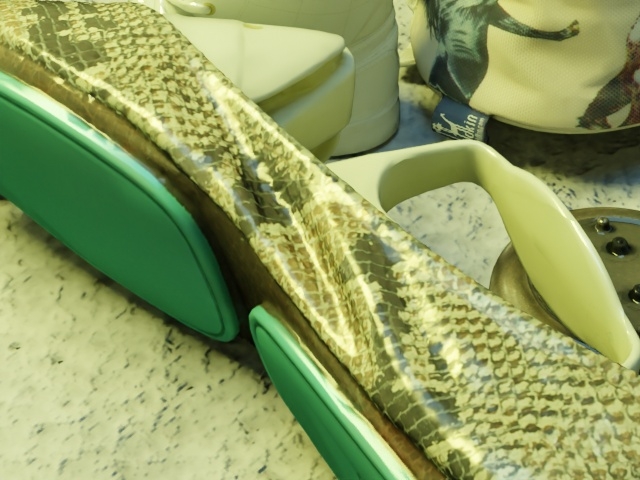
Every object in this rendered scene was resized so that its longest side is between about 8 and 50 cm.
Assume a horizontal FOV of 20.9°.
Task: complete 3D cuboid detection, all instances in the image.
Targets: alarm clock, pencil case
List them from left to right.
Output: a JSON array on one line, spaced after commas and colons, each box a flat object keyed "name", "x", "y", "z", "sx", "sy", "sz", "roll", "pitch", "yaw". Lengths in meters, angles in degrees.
[{"name": "pencil case", "x": 0.128, "y": -0.256, "z": 0.942, "sx": 0.183, "sy": 0.410, "sz": 0.160, "roll": 6, "pitch": 31, "yaw": 11}, {"name": "alarm clock", "x": 0.129, "y": 0.040, "z": 0.872, "sx": 0.192, "sy": 0.064, "sz": 0.129, "roll": -7, "pitch": 42, "yaw": -5}]

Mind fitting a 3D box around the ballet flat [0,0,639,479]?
[{"name": "ballet flat", "x": 0.000, "y": 0.000, "z": 0.828, "sx": 0.182, "sy": 0.164, "sz": 0.483, "roll": -39, "pitch": 59, "yaw": -19}]

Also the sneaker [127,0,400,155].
[{"name": "sneaker", "x": -0.098, "y": -0.125, "z": 0.969, "sx": 0.292, "sy": 0.169, "sz": 0.108, "roll": -8, "pitch": 44, "yaw": -9}]
